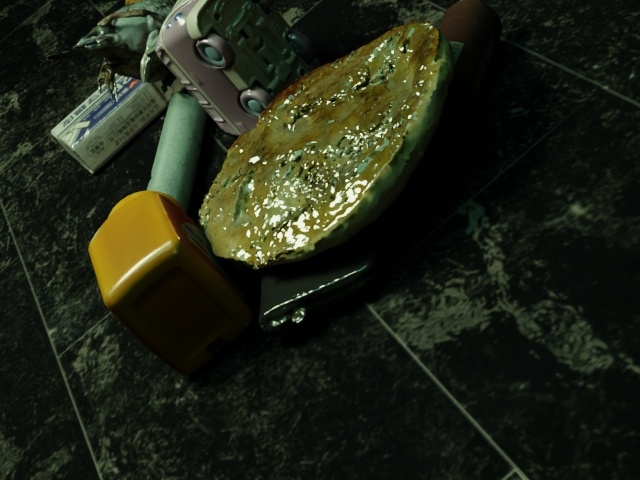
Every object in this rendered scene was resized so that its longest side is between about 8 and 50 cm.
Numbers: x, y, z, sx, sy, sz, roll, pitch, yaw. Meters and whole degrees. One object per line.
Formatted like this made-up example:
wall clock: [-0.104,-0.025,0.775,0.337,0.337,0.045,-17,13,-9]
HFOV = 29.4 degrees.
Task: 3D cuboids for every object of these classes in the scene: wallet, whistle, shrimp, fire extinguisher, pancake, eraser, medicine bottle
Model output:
wallet: [0.000,0.000,1.335,0.149,0.044,0.250,-27,32,15]
whistle: [-0.196,-0.121,1.679,0.062,0.062,0.312,-25,34,22]
shrimp: [-0.226,-0.283,1.749,0.172,0.137,0.372,-12,17,38]
fire extinguisher: [0.153,-0.179,1.366,0.099,0.071,0.231,-28,29,45]
pancake: [0.002,-0.103,1.354,0.356,0.065,0.356,-32,30,21]
eraser: [-0.312,-0.207,1.908,0.210,0.068,0.124,-44,30,-8]
medicine bottle: [-0.176,0.031,1.374,0.112,0.149,0.222,-40,31,3]

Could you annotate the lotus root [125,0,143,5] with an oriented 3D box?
lotus root: [-0.262,-0.410,2.081,0.095,0.135,0.159,13,71,52]

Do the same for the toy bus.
toy bus: [-0.117,-0.251,1.626,0.142,0.202,0.142,-3,47,48]
